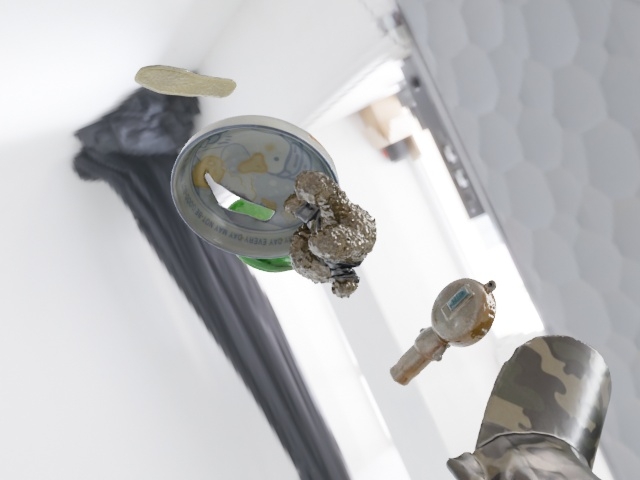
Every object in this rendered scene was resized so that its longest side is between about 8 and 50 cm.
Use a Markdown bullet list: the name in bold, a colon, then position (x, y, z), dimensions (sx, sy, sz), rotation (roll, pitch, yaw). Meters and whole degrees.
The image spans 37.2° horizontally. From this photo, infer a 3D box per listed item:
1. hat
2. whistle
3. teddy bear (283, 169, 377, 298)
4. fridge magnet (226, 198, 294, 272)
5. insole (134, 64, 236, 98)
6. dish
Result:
- **hat**: position (0.358, 0.327, 1.295), dimensions (0.257, 0.366, 0.382), rotation (13, -120, 52)
- **whistle**: position (0.186, 0.136, 1.447), dimensions (0.057, 0.107, 0.220), rotation (29, 113, -35)
- **teddy bear**: position (0.020, -0.004, 1.431), dimensions (0.129, 0.182, 0.251), rotation (-10, 164, -14)
- **fridge magnet**: position (-0.100, -0.012, 1.921), dimensions (0.208, 0.208, 0.088), rotation (-23, 148, -40)
- **insole**: position (-0.281, -0.329, 1.993), dimensions (0.248, 0.011, 0.081), rotation (1, 147, -42)
- **dish**: position (-0.099, -0.112, 1.564), dimensions (0.273, 0.273, 0.134), rotation (-25, -147, 25)
